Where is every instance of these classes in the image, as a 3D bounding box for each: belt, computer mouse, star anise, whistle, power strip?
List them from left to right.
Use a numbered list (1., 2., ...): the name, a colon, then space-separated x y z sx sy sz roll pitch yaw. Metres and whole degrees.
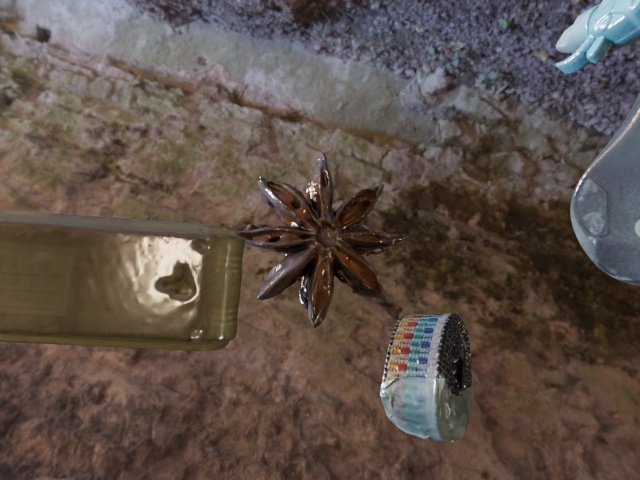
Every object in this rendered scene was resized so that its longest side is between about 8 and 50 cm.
1. power strip: -0.251 0.022 0.314 0.388 0.092 0.066 5 174 -5
2. star anise: -0.001 -0.002 0.849 0.332 0.331 0.117 20 164 -10
3. belt: 0.229 0.280 0.929 0.150 0.257 0.207 -9 140 34
4. whistle: 0.533 -0.398 0.810 0.093 0.186 0.274 26 -174 -12
5. computer mouse: 0.401 -0.120 0.444 0.167 0.379 0.090 35 -146 28
